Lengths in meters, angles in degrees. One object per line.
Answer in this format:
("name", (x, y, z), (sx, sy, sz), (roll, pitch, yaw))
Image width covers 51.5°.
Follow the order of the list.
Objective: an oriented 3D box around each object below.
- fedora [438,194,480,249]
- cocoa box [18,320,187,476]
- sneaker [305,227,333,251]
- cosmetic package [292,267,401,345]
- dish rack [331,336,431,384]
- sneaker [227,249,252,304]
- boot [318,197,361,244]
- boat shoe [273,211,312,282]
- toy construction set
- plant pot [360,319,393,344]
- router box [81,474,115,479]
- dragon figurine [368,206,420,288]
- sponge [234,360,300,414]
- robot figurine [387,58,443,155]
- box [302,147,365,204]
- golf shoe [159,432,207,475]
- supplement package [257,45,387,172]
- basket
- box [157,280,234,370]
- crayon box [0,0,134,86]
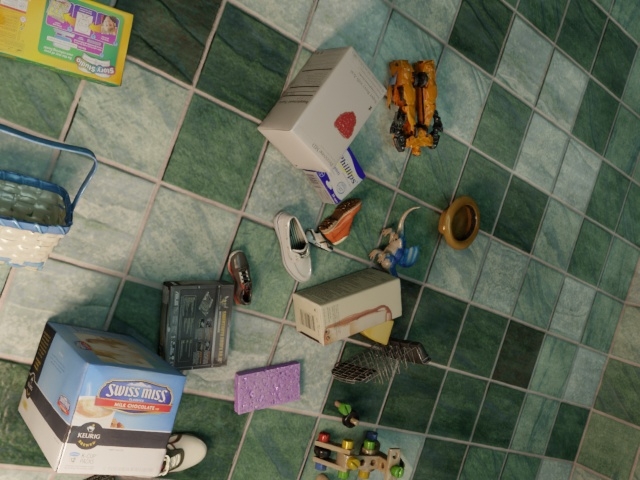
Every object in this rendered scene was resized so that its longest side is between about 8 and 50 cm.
("fedora", (0.457, -0.062, 2.234), (0.194, 0.079, 0.194), (-5, 98, -40))
("cocoa box", (-0.491, 0.341, 1.473), (0.231, 0.347, 0.228), (18, 87, -36))
("sneaker", (0.000, 0.000, 1.947), (0.109, 0.040, 0.043), (29, 79, -36))
("cosmetic package", (0.083, 0.192, 1.974), (0.296, 0.153, 0.129), (-16, 109, -31))
("dish rack", (0.177, 0.382, 2.047), (0.271, 0.208, 0.074), (-24, 100, -29))
("sneaker", (-0.207, 0.103, 1.804), (0.061, 0.065, 0.158), (-17, 108, -32))
("boot", (0.073, -0.058, 1.981), (0.158, 0.059, 0.084), (-43, 123, -11))
("boat shoe", (-0.070, 0.027, 1.880), (0.083, 0.076, 0.226), (-36, 117, -25))
("toy construction set", (0.114, 0.708, 2.035), (0.257, 0.237, 0.309), (41, 75, -33))
("plant pot", (0.167, 0.274, 2.093), (0.083, 0.081, 0.081), (18, 88, -25))
("router box", (-0.559, 0.653, 1.673), (0.092, 0.038, 0.122), (-16, 107, -33))
("dragon figurine", (0.251, 0.033, 2.100), (0.144, 0.085, 0.289), (31, 85, -37))
("sponge", (-0.151, 0.424, 1.924), (0.210, 0.031, 0.117), (-4, 101, -34))
("robot figurine", (0.287, -0.407, 2.046), (0.211, 0.085, 0.291), (-9, 103, -33))
("box", (0.041, -0.195, 1.920), (0.137, 0.072, 0.126), (-46, 121, -21))
("golf shoe", (-0.406, 0.572, 1.719), (0.273, 0.120, 0.105), (5, 94, -37))
("supplement package", (0.007, -0.354, 1.802), (0.177, 0.175, 0.293), (43, 74, -34))
("basket", (-0.631, -0.094, 1.366), (0.255, 0.201, 0.289), (17, 120, -37))
("box", (-0.328, 0.223, 1.746), (0.183, 0.056, 0.231), (1, 99, -36))
("crayon box", (-0.563, -0.450, 1.441), (0.278, 0.081, 0.165), (10, 93, -36))
